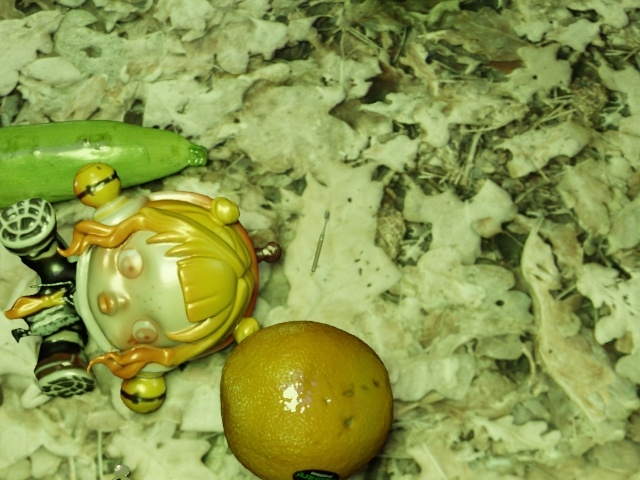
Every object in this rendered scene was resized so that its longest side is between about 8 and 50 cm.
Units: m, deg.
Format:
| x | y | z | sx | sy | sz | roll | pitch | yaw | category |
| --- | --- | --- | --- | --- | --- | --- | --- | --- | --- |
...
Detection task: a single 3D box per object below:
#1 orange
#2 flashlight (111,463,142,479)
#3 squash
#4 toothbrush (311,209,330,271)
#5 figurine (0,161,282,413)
| x | y | z | sx | sy | sz | roll | pitch | yaw | category |
| --- | --- | --- | --- | --- | --- | --- | --- | --- | --- |
| -0.016 | 0.188 | 1.030 | 0.206 | 0.206 | 0.206 | -2 | 62 | 4 | orange |
| -0.260 | 0.321 | 1.066 | 0.052 | 0.031 | 0.110 | 35 | 70 | 20 | flashlight |
| -0.349 | -0.115 | 1.264 | 0.370 | 0.118 | 0.118 | -6 | 61 | -1 | squash |
| 0.000 | 0.000 | 1.231 | 0.006 | 0.008 | 0.097 | 3 | 62 | 22 | toothbrush |
| -0.219 | 0.052 | 1.118 | 0.323 | 0.196 | 0.320 | -6 | 104 | 11 | figurine |
